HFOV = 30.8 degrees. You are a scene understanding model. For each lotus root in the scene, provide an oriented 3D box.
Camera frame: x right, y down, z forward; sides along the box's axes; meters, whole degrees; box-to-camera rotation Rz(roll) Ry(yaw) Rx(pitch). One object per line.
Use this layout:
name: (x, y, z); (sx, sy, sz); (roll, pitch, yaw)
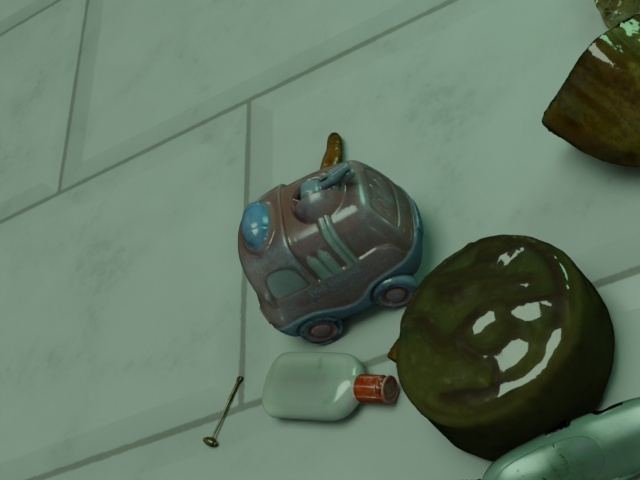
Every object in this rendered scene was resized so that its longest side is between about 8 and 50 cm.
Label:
lotus root: (0.438, -0.189, 1.605); (0.180, 0.188, 0.199); (43, 50, 19)

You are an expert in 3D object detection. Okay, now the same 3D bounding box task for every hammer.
hammer: (-0.152, 0.271, 1.847); (0.029, 0.014, 0.123); (10, 65, 34)

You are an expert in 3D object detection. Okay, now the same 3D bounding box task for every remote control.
remote control: (0.314, 0.264, 1.407); (0.256, 0.045, 0.097); (-28, 76, 5)

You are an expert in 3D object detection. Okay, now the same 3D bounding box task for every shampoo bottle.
shampoo bottle: (0.014, 0.216, 1.719); (0.220, 0.051, 0.108); (-3, 56, 38)

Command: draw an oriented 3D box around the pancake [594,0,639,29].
pancake: (0.574, -0.429, 1.704); (0.386, 0.082, 0.387); (-18, 56, 28)

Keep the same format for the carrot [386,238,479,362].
carrot: (0.172, 0.090, 1.686); (0.057, 0.057, 0.224); (15, 68, 44)

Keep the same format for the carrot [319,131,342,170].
carrot: (0.014, -0.112, 1.963); (0.047, 0.047, 0.191); (-14, 52, 32)

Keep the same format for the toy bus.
toy bus: (0.000, 0.000, 1.755); (0.294, 0.232, 0.197); (-26, 47, 22)

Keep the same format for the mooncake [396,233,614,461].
mooncake: (0.236, 0.134, 1.523); (0.284, 0.155, 0.285); (-23, 47, 27)

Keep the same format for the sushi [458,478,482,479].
sushi: (0.199, 0.410, 1.427); (0.219, 0.047, 0.231); (-8, 54, 17)
